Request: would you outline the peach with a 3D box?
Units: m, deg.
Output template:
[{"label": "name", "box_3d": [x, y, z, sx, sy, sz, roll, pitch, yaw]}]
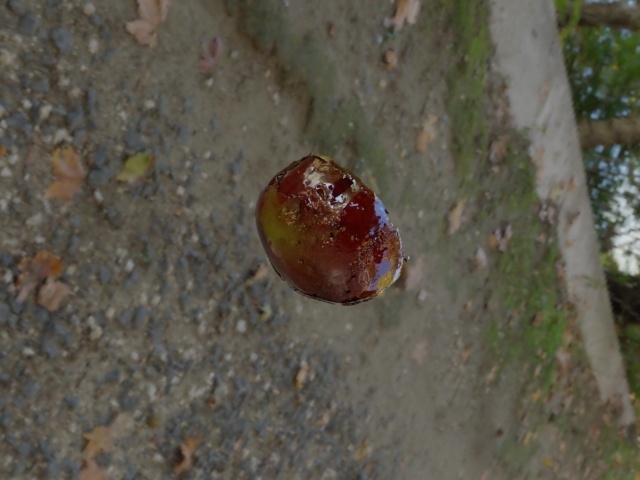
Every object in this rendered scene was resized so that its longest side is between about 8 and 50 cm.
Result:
[{"label": "peach", "box_3d": [0.000, 0.000, 0.514, 0.050, 0.083, 0.077, -44, -172, -38]}]
